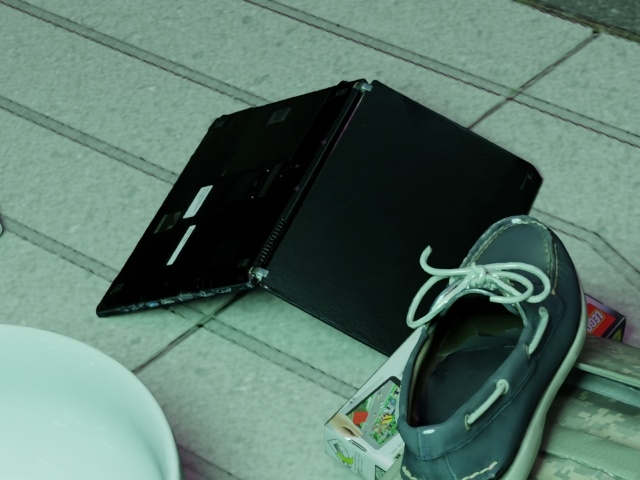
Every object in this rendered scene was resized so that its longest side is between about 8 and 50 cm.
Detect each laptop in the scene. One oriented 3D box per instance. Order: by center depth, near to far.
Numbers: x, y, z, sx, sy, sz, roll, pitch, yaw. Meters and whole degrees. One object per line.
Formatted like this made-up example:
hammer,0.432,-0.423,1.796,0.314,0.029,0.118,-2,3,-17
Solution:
laptop,0.000,0.000,1.555,0.264,0.136,0.234,-12,36,39

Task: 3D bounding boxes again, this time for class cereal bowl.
cereal bowl,-0.240,0.221,1.290,0.339,0.141,0.339,-7,44,7

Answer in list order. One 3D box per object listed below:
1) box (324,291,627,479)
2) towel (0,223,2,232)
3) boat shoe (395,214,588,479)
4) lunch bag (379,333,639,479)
box,0.109,0.100,1.396,0.114,0.036,0.207,32,58,24
towel,-0.395,-0.062,1.694,0.209,0.034,0.285,-19,44,-8
boat shoe,0.098,0.058,1.207,0.095,0.079,0.254,-3,36,28
lunch bag,0.196,0.168,1.231,0.235,0.169,0.287,19,44,36
